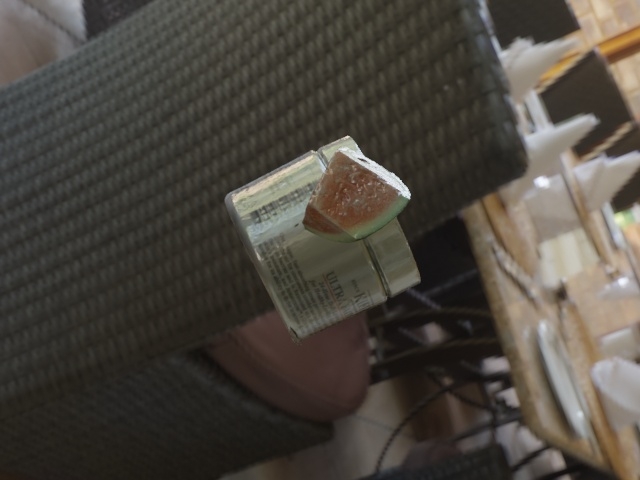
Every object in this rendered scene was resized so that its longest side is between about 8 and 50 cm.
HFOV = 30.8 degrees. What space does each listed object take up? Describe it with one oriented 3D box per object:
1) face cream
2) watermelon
[{"bbox_3d":[0.000,0.000,1.220,0.177,0.153,0.177,63,-1,2],"label":"face cream"},{"bbox_3d":[0.030,-0.037,0.975,0.072,0.092,0.084,44,55,-44],"label":"watermelon"}]
